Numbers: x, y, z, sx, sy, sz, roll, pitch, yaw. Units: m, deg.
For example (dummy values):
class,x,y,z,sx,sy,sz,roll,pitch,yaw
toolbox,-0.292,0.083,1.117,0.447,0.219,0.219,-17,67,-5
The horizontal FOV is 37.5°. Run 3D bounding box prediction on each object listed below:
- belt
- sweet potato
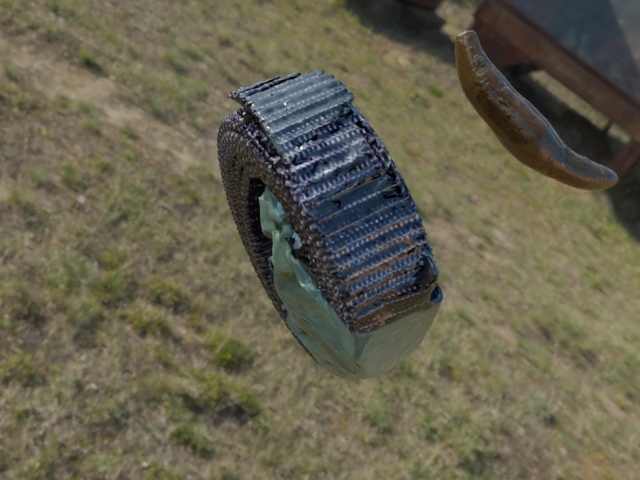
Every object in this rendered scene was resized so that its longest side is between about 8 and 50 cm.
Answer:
class,x,y,z,sx,sy,sz,roll,pitch,yaw
belt,0.000,0.000,0.869,0.260,0.122,0.325,57,-17,20
sweet potato,0.231,-0.126,1.056,0.255,0.058,0.078,41,57,-7
